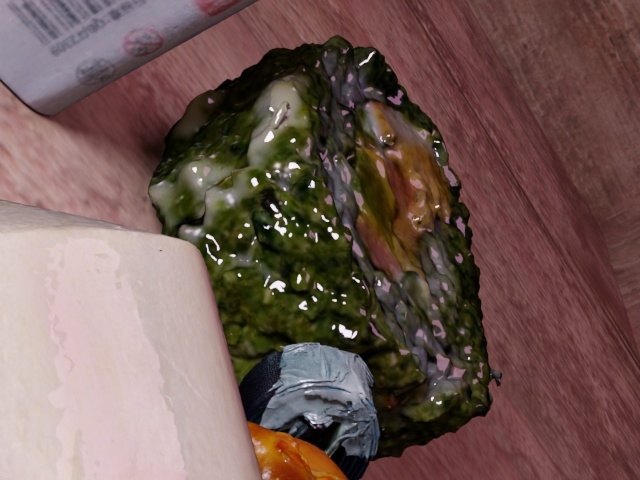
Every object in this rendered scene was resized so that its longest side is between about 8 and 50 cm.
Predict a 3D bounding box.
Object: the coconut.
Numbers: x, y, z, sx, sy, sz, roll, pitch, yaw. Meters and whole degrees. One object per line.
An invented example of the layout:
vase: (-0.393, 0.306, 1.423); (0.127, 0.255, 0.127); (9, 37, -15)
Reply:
coconut: (-0.138, 0.082, 0.547); (0.241, 0.241, 0.241); (54, 21, -31)

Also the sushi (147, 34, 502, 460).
sushi: (0.000, 0.000, 1.109); (0.294, 0.178, 0.352); (50, 26, -32)

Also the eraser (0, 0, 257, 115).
eraser: (-0.138, -0.198, 0.901); (0.174, 0.227, 0.081); (52, 22, -36)

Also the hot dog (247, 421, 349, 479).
hot dog: (-0.033, 0.206, 0.771); (0.150, 0.153, 0.257); (51, 22, -37)

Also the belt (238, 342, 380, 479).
belt: (-0.015, 0.136, 0.953); (0.105, 0.140, 0.058); (25, 28, -17)
